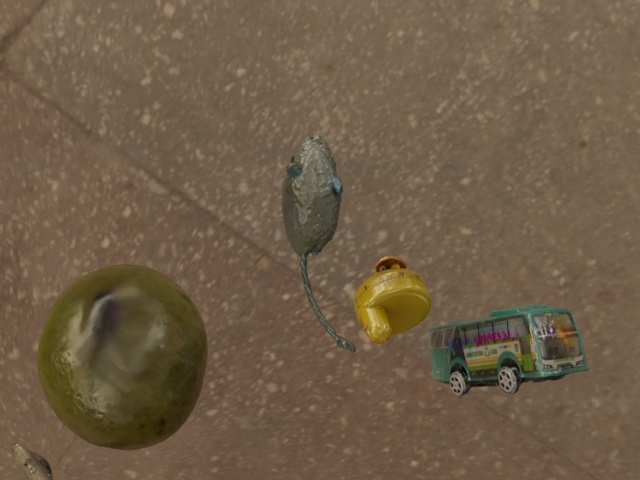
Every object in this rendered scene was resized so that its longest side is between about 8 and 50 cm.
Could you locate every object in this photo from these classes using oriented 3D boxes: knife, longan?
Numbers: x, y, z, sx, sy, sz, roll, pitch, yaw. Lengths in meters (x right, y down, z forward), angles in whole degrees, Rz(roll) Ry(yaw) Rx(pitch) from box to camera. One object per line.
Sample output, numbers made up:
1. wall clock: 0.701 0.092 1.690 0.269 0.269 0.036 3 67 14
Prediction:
1. knife: -0.255 0.287 0.924 0.043 0.365 0.089 -23 110 -26
2. longan: -0.164 0.104 0.773 0.145 0.176 0.155 12 58 23

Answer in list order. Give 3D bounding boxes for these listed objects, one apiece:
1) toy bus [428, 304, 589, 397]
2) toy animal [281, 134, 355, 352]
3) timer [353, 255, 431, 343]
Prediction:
1. toy bus: 0.239 0.148 1.188 0.091 0.261 0.109 -5 82 -26
2. toy animal: -0.006 0.004 1.044 0.070 0.079 0.253 -5 92 -6
3. timer: 0.099 0.092 1.210 0.107 0.107 0.109 -3 48 -18
